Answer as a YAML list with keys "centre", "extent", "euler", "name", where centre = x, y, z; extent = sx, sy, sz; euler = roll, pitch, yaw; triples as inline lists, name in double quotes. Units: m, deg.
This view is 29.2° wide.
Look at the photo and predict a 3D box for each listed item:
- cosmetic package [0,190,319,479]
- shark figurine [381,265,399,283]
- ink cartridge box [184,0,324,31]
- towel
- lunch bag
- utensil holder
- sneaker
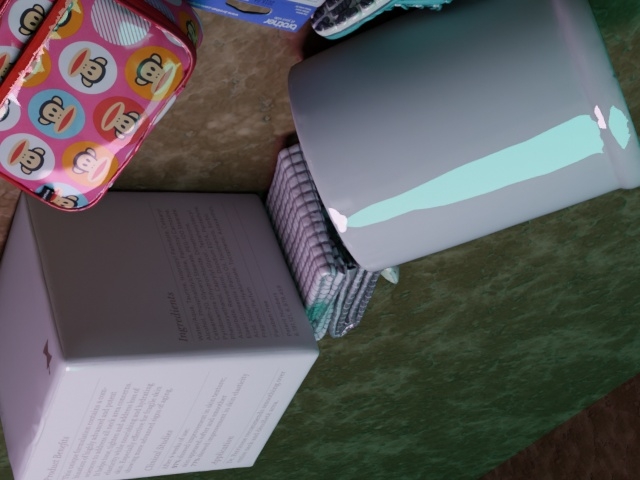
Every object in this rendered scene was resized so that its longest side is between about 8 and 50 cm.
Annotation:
- centre: [-0.272, 0.146, 1.885]
  extent: [0.394, 0.327, 0.329]
  euler: [0, 140, -29]
  name: "cosmetic package"
- centre: [0.114, -0.086, 1.992]
  extent: [0.116, 0.166, 0.278]
  euler: [-27, 146, -39]
  name: "shark figurine"
- centre: [-0.020, -0.365, 1.388]
  extent: [0.186, 0.065, 0.311]
  euler: [5, 144, -37]
  name: "ink cartridge box"
- centre: [0.000, 0.000, 1.907]
  extent: [0.121, 0.235, 0.283]
  euler: [-12, 154, -16]
  name: "towel"
- centre: [-0.303, -0.199, 1.405]
  extent: [0.258, 0.120, 0.293]
  euler: [32, 118, -18]
  name: "lunch bag"
- centre: [0.193, -0.159, 1.613]
  extent: [0.385, 0.327, 0.327]
  euler: [-22, 153, 13]
  name: "utensil holder"
- centre: [0.115, -0.313, 1.488]
  extent: [0.275, 0.107, 0.110]
  euler: [-26, 138, 16]
  name: "sneaker"
